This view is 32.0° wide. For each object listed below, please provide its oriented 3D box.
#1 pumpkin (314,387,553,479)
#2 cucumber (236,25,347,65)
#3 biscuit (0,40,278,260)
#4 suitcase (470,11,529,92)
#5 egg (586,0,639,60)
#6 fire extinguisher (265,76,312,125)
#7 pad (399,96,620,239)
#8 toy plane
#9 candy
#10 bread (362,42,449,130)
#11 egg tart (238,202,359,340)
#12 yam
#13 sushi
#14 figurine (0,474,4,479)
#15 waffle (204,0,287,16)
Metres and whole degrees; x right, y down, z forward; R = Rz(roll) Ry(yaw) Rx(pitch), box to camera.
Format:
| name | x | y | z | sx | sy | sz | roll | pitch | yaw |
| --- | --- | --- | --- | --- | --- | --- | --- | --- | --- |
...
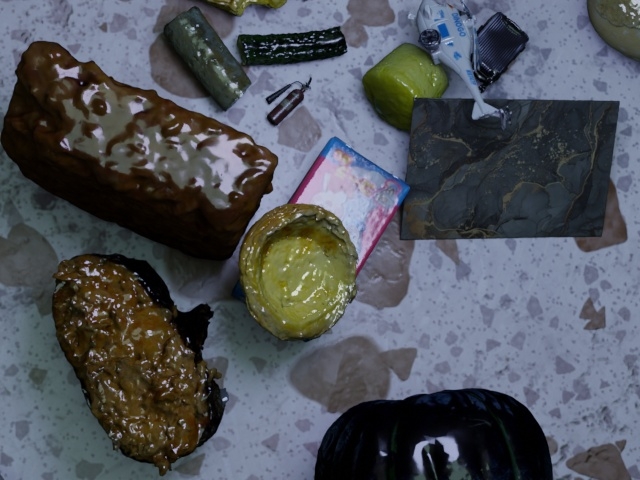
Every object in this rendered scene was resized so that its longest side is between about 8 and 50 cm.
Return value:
| name | x | y | z | sx | sy | sz | roll | pitch | yaw |
| --- | --- | --- | --- | --- | --- | --- | --- | --- | --- |
| pumpkin | 0.167 | 0.356 | 1.662 | 0.363 | 0.363 | 0.266 | -7 | 85 | -11 |
| cucumber | -0.047 | -0.330 | 1.902 | 0.187 | 0.058 | 0.058 | -7 | 81 | -13 |
| biscuit | -0.271 | -0.112 | 1.678 | 0.395 | 0.342 | 0.166 | 25 | 79 | -3 |
| suitcase | 0.301 | -0.334 | 1.962 | 0.086 | 0.059 | 0.126 | 41 | 73 | -2 |
| egg | 0.563 | -0.404 | 1.968 | 0.201 | 0.164 | 0.164 | 41 | 75 | 7 |
| fire extinguisher | -0.058 | -0.243 | 1.900 | 0.046 | 0.032 | 0.100 | 34 | 73 | 33 |
| pad | 0.322 | -0.118 | 1.892 | 0.367 | 0.007 | 0.247 | 0 | 109 | -10 |
| toy plane | 0.227 | -0.291 | 1.829 | 0.107 | 0.182 | 0.273 | -20 | 80 | 6 |
| candy | 0.000 | 0.000 | 1.826 | 0.157 | 0.100 | 0.306 | 33 | 75 | -4 |
| bread | 0.148 | -0.259 | 1.885 | 0.114 | 0.111 | 0.129 | -50 | 127 | -23 |
| egg tart | -0.039 | 0.045 | 1.700 | 0.212 | 0.090 | 0.212 | -2 | 94 | -26 |
| yam | -0.185 | -0.303 | 1.860 | 0.078 | 0.078 | 0.179 | -38 | 88 | -14 |
| sushi | -0.263 | 0.168 | 1.696 | 0.234 | 0.207 | 0.348 | -30 | 84 | -7 |
| figurine | -0.574 | 0.501 | 1.577 | 0.274 | 0.226 | 0.394 | 32 | 85 | 24 |
| waffle | -0.166 | -0.510 | 1.855 | 0.307 | 0.060 | 0.312 | -33 | 105 | 8 |
